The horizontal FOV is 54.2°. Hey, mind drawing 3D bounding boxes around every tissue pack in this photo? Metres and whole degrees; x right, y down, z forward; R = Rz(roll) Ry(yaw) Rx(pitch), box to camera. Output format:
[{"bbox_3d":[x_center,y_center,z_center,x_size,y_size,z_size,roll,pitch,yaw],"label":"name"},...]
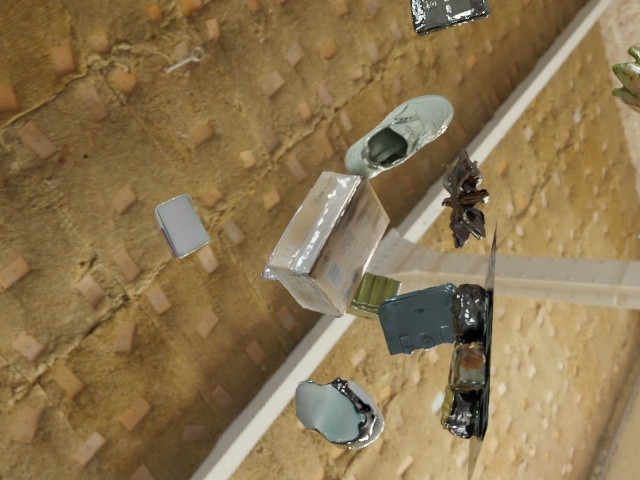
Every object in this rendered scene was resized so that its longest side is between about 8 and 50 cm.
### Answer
[{"bbox_3d":[0.000,0.000,1.583,0.238,0.239,0.305,46,-118,-36],"label":"tissue pack"}]

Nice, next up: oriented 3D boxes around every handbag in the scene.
[{"bbox_3d":[0.288,0.228,1.748,0.062,0.229,0.179,-34,-72,-72],"label":"handbag"}]

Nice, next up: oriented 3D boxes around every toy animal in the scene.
[{"bbox_3d":[0.049,0.351,1.291,0.138,0.166,0.179,-44,-27,4],"label":"toy animal"}]

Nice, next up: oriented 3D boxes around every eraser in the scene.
[{"bbox_3d":[-0.332,-0.030,1.474,0.086,0.287,0.130,-27,-85,-14],"label":"eraser"}]

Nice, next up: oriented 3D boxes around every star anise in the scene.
[{"bbox_3d":[0.387,-0.108,1.686,0.088,0.288,0.288,0,-89,-11],"label":"star anise"}]

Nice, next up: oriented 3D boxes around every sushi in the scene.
[{"bbox_3d":[0.247,0.206,1.080,0.343,0.064,0.359,81,-161,-52],"label":"sushi"}]

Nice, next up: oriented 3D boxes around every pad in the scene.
[{"bbox_3d":[0.288,-0.595,1.446,0.022,0.174,0.232,37,-134,-67],"label":"pad"}]

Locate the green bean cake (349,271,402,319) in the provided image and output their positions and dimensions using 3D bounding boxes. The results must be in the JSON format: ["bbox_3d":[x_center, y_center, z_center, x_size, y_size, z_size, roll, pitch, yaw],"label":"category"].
[{"bbox_3d":[0.120,0.169,1.996,0.233,0.236,0.124,18,-103,-2],"label":"green bean cake"}]

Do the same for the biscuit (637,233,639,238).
[{"bbox_3d":[0.895,-0.134,1.538,0.079,0.186,0.309,15,-83,-9],"label":"biscuit"}]

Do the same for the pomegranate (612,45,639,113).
[{"bbox_3d":[0.525,-0.178,0.857,0.236,0.302,0.235,-14,-58,-24],"label":"pomegranate"}]

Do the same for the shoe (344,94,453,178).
[{"bbox_3d":[0.206,-0.260,1.531,0.316,0.159,0.124,-37,-83,-3],"label":"shoe"}]
